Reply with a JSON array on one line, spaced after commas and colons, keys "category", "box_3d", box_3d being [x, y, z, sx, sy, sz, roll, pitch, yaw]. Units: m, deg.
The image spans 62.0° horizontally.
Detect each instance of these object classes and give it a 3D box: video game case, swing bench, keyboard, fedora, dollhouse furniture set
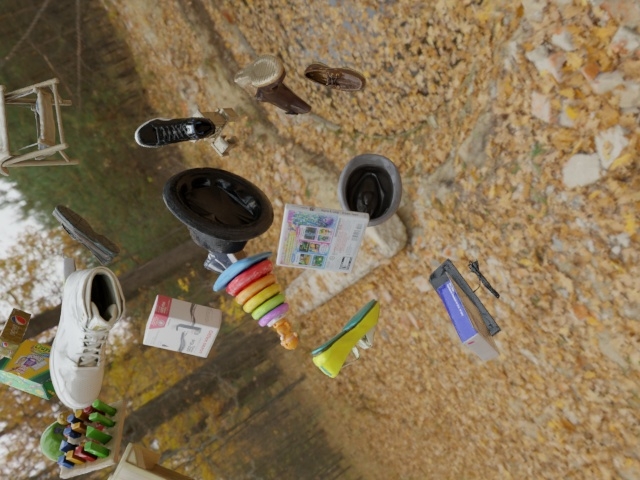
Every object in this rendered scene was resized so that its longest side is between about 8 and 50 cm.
[{"category": "video game case", "box_3d": [0.000, 0.000, 0.948, 0.157, 0.143, 0.019, 104, 171, -50]}, {"category": "swing bench", "box_3d": [-0.970, -0.377, 1.779, 0.165, 0.254, 0.253, 122, 135, -73]}, {"category": "keyboard", "box_3d": [0.533, 0.195, 1.892, 0.201, 0.033, 0.317, -48, 58, 29]}, {"category": "fedora", "box_3d": [-0.305, -0.070, 1.561, 0.334, 0.334, 0.153, 47, 135, 32]}, {"category": "dollhouse furniture set", "box_3d": [-0.320, -0.336, 1.736, 0.161, 0.182, 0.101, 50, 120, 7]}, {"category": "fedora", "box_3d": [0.186, -0.186, 2.052, 0.124, 0.243, 0.276, 88, -178, -86]}]

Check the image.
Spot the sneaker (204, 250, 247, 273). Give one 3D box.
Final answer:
[{"category": "sneaker", "box_3d": [-0.425, 0.010, 2.127, 0.282, 0.153, 0.099, 59, -152, -14]}]

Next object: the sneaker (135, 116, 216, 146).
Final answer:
[{"category": "sneaker", "box_3d": [-0.401, -0.312, 1.496, 0.121, 0.216, 0.079, 14, 118, 56]}]

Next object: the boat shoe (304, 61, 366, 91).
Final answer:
[{"category": "boat shoe", "box_3d": [0.037, -0.442, 1.464, 0.178, 0.060, 0.064, 19, 129, 17]}]

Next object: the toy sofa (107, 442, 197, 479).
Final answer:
[{"category": "toy sofa", "box_3d": [-0.377, 0.682, 1.399, 0.362, 0.177, 0.150, 8, 153, 26]}]

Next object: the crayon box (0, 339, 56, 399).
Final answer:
[{"category": "crayon box", "box_3d": [-1.059, 0.478, 1.996, 0.278, 0.165, 0.081, 8, 123, 23]}]

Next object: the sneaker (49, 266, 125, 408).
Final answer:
[{"category": "sneaker", "box_3d": [-0.471, 0.196, 1.080, 0.169, 0.108, 0.293, -14, 76, 50]}]

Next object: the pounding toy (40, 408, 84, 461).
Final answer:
[{"category": "pounding toy", "box_3d": [-0.876, 0.658, 1.898, 0.182, 0.237, 0.110, 21, 119, 12]}]

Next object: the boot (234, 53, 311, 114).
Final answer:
[{"category": "boot", "box_3d": [-0.101, -0.412, 1.450, 0.206, 0.090, 0.248, 22, 177, -34]}]

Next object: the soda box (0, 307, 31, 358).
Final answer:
[{"category": "soda box", "box_3d": [-0.971, 0.290, 1.682, 0.061, 0.058, 0.181, 28, -166, -26]}]

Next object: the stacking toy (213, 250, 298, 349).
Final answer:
[{"category": "stacking toy", "box_3d": [-0.156, 0.192, 1.587, 0.302, 0.175, 0.165, 55, -155, 8]}]

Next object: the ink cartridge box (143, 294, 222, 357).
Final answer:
[{"category": "ink cartridge box", "box_3d": [-0.452, 0.285, 1.754, 0.092, 0.217, 0.159, -99, 31, -51]}]

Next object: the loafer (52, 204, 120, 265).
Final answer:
[{"category": "loafer", "box_3d": [-0.850, -0.011, 1.904, 0.267, 0.084, 0.096, 42, -168, -16]}]

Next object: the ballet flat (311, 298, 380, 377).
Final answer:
[{"category": "ballet flat", "box_3d": [0.070, 0.212, 1.141, 0.077, 0.231, 0.077, 53, 135, 3]}]

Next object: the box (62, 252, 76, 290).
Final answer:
[{"category": "box", "box_3d": [-0.958, 0.149, 2.040, 0.109, 0.042, 0.178, 122, 139, -57]}]

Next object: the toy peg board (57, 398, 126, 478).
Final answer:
[{"category": "toy peg board", "box_3d": [-0.580, 0.478, 1.316, 0.079, 0.160, 0.161, 57, -162, -44]}]

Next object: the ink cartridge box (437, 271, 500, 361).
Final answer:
[{"category": "ink cartridge box", "box_3d": [0.428, 0.231, 1.551, 0.371, 0.069, 0.176, 42, -156, -55]}]
